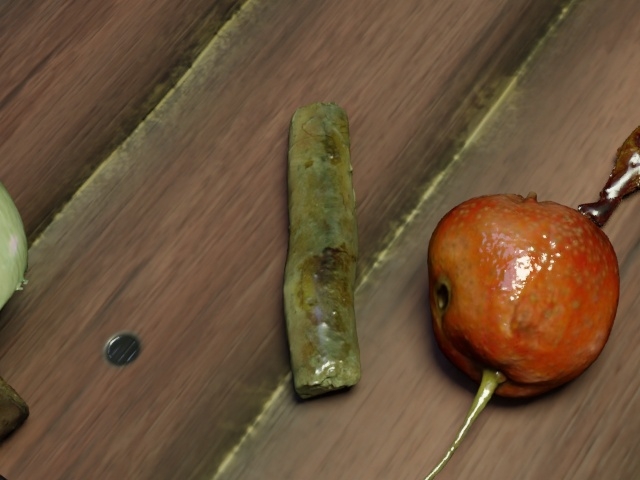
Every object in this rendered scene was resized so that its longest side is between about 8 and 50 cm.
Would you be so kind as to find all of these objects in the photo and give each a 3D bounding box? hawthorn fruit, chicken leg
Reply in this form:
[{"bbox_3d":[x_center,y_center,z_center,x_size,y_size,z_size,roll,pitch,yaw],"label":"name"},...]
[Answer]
[{"bbox_3d":[0.144,0.096,0.905,0.165,0.165,0.285,12,67,21],"label":"hawthorn fruit"},{"bbox_3d":[0.333,-0.083,1.028,0.219,0.048,0.089,-19,52,2],"label":"chicken leg"}]

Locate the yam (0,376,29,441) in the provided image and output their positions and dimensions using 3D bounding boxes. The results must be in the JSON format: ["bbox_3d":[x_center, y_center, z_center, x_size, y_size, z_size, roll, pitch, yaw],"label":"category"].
[{"bbox_3d":[-0.403,0.204,0.982,0.279,0.131,0.131,-42,58,-16],"label":"yam"}]

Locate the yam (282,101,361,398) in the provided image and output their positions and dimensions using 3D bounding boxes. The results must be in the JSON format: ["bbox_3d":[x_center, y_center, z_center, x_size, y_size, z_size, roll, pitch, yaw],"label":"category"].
[{"bbox_3d":[0.000,0.000,1.046,0.071,0.067,0.317,-27,50,33],"label":"yam"}]

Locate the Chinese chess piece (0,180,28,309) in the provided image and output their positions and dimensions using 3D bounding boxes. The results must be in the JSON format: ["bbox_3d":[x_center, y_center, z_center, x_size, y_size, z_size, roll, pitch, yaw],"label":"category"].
[{"bbox_3d":[-0.439,0.042,1.001,0.349,0.146,0.349,-24,27,13],"label":"Chinese chess piece"}]
